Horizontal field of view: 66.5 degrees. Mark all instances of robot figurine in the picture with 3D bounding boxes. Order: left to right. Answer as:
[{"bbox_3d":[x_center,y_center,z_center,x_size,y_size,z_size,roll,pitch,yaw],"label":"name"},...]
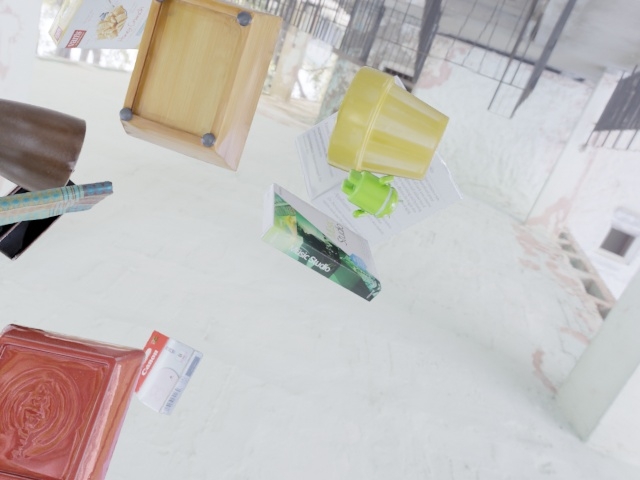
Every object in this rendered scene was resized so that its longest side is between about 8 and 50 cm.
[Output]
[{"bbox_3d":[0.096,-0.086,0.914,0.115,0.101,0.067,30,-150,-11],"label":"robot figurine"}]

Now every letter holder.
[{"bbox_3d":[-0.838,-0.102,1.429,0.214,0.301,0.152,-4,135,52],"label":"letter holder"}]

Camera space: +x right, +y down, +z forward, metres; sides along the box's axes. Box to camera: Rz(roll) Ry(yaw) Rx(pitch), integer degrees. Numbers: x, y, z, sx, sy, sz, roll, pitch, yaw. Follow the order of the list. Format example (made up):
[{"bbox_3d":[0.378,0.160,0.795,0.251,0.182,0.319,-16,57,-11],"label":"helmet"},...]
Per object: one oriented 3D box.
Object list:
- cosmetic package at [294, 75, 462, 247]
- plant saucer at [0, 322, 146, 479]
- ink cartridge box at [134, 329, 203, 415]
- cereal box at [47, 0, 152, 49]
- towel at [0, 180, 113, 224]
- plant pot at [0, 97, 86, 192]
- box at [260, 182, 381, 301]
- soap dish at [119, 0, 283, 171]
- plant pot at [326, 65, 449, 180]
[{"bbox_3d":[0.182,-0.236,1.587,0.329,0.394,0.327,46,-159,-43],"label":"cosmetic package"},{"bbox_3d":[-0.447,0.273,0.776,0.259,0.258,0.047,11,156,3],"label":"plant saucer"},{"bbox_3d":[-0.470,0.368,1.404,0.232,0.189,0.066,16,159,30],"label":"ink cartridge box"},{"bbox_3d":[-0.444,-0.489,1.065,0.047,0.173,0.240,57,-143,0],"label":"cereal box"},{"bbox_3d":[-0.599,-0.048,0.906,0.370,0.040,0.271,-15,-174,-32],"label":"towel"},{"bbox_3d":[-0.697,-0.230,1.112,0.230,0.215,0.215,23,-167,-39],"label":"plant pot"},{"bbox_3d":[0.000,0.000,1.226,0.322,0.058,0.232,30,-156,-21],"label":"box"},{"bbox_3d":[-0.222,-0.298,0.880,0.229,0.290,0.118,20,-172,6],"label":"soap dish"},{"bbox_3d":[0.172,-0.263,1.196,0.239,0.254,0.254,22,-161,7],"label":"plant pot"}]
